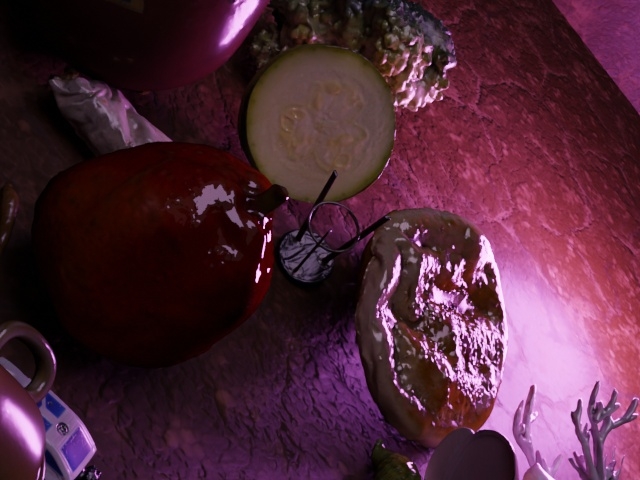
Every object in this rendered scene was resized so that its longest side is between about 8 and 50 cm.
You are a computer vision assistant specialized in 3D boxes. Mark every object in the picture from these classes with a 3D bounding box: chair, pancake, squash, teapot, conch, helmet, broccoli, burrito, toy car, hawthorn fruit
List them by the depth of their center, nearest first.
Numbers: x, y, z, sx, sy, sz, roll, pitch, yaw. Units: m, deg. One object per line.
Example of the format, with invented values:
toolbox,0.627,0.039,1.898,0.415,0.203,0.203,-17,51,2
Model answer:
teapot,-0.328,0.198,0.941,0.268,0.185,0.175,-59,143,-30
toy car,-0.299,0.197,1.065,0.171,0.070,0.080,46,34,-8
hawthorn fruit,-0.165,0.003,1.187,0.265,0.307,0.265,54,22,-32
helmet,-0.247,-0.319,1.410,0.384,0.230,0.337,23,8,3
burrito,-0.215,-0.086,1.413,0.392,0.076,0.117,47,29,-12
conch,0.103,0.335,1.429,0.121,0.074,0.089,-115,180,-46
chair,0.001,-0.001,1.495,0.104,0.221,0.095,43,61,1
pancake,0.181,0.130,1.556,0.387,0.082,0.387,10,77,-50
squash,-0.006,-0.181,1.615,0.252,0.252,0.049,39,2,-19
broccoli,0.064,-0.303,1.782,0.347,0.281,0.293,22,6,17

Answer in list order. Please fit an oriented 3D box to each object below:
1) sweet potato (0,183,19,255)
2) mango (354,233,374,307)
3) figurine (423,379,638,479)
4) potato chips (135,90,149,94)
sweet potato,-0.372,-0.027,1.219,0.026,0.026,0.115,26,41,-33
mango,0.122,0.051,1.649,0.138,0.113,0.253,53,41,-6
figurine,0.320,0.336,1.518,0.315,0.206,0.284,23,70,-44
potato chips,-0.291,-0.302,1.556,0.037,0.026,0.204,0,61,-44
